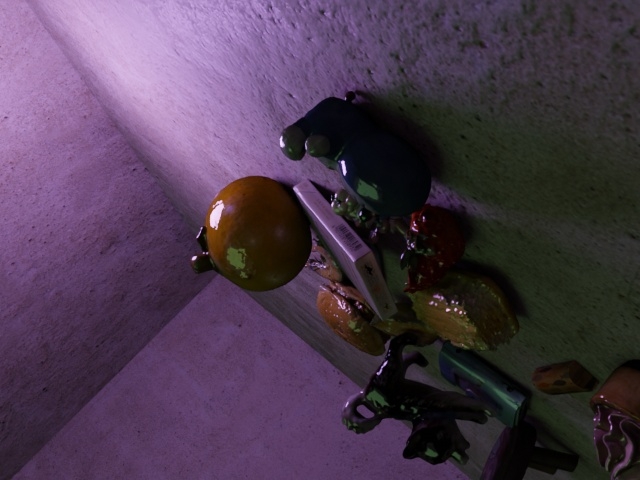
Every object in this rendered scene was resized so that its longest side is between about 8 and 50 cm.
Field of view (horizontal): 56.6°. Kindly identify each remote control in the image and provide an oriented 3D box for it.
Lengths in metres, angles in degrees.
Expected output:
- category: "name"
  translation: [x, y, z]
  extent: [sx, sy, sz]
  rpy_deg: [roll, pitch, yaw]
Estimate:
- category: "remote control"
  translation: [0.126, 0.064, 1.583]
  extent: [0.087, 0.047, 0.244]
  rpy_deg: [40, 165, 26]

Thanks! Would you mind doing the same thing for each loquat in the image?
- category: "loquat"
  translation: [-0.196, -0.006, 1.660]
  extent: [0.328, 0.359, 0.328]
  rpy_deg: [55, 164, 25]

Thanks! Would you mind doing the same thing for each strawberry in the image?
- category: "strawberry"
  translation: [0.217, 0.018, 1.118]
  extent: [0.106, 0.175, 0.236]
  rpy_deg: [7, -169, 13]

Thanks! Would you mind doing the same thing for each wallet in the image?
- category: "wallet"
  translation: [0.433, 0.381, 1.587]
  extent: [0.250, 0.075, 0.176]
  rpy_deg: [35, 158, 32]

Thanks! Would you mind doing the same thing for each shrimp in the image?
- category: "shrimp"
  translation: [-0.004, 0.063, 1.910]
  extent: [0.251, 0.052, 0.144]
  rpy_deg: [4, 127, 55]

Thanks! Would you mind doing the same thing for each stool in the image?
- category: "stool"
  translation: [0.561, 0.646, 1.631]
  extent: [0.178, 0.272, 0.272]
  rpy_deg: [25, 160, 11]

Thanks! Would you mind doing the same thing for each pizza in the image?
- category: "pizza"
  translation: [0.251, 0.214, 1.621]
  extent: [0.188, 0.081, 0.204]
  rpy_deg: [22, 155, -6]

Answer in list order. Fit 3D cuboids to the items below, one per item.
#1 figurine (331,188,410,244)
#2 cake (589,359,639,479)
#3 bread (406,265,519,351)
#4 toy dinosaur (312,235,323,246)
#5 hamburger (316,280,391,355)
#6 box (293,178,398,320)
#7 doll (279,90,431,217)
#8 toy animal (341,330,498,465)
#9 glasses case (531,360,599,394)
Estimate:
- category: "figurine"
  translation: [0.110, -0.048, 1.254]
  extent: [0.197, 0.093, 0.147]
  rpy_deg: [42, -176, 7]
- category: "cake"
  translation: [0.539, 0.324, 0.996]
  extent: [0.185, 0.178, 0.208]
  rpy_deg: [39, 160, 21]
- category: "bread"
  translation: [0.285, 0.131, 1.228]
  extent: [0.174, 0.121, 0.245]
  rpy_deg: [60, 164, -21]
- category: "toy dinosaur"
  translation: [-0.003, -0.001, 1.767]
  extent: [0.041, 0.026, 0.113]
  rpy_deg: [27, 167, 29]
- category: "hamburger"
  translation: [0.107, 0.247, 1.926]
  extent: [0.259, 0.144, 0.283]
  rpy_deg: [51, 168, -33]
- category: "box"
  translation: [0.053, 0.013, 1.421]
  extent: [0.365, 0.051, 0.205]
  rpy_deg: [51, 171, 51]
- category: "doll"
  translation: [0.073, -0.136, 1.029]
  extent: [0.258, 0.154, 0.228]
  rpy_deg: [47, -162, 14]
- category: "toy animal"
  translation: [0.249, 0.466, 1.581]
  extent: [0.344, 0.302, 0.194]
  rpy_deg: [43, 167, 21]
- category: "glasses case"
  translation: [0.505, 0.295, 1.246]
  extent: [0.064, 0.041, 0.170]
  rpy_deg: [41, 163, 7]
